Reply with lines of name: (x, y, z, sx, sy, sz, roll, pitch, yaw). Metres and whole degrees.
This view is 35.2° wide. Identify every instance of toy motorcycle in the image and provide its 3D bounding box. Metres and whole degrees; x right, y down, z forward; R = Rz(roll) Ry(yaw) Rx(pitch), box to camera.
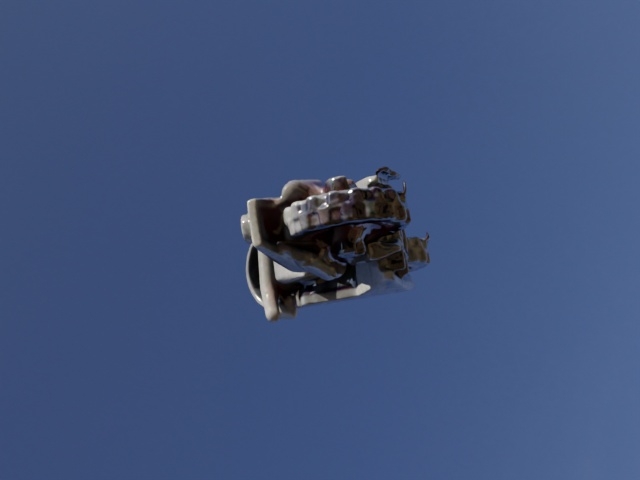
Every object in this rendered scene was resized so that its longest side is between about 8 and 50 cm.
toy motorcycle: (0.000, 0.000, 0.601, 0.215, 0.122, 0.080, 42, -142, -76)
